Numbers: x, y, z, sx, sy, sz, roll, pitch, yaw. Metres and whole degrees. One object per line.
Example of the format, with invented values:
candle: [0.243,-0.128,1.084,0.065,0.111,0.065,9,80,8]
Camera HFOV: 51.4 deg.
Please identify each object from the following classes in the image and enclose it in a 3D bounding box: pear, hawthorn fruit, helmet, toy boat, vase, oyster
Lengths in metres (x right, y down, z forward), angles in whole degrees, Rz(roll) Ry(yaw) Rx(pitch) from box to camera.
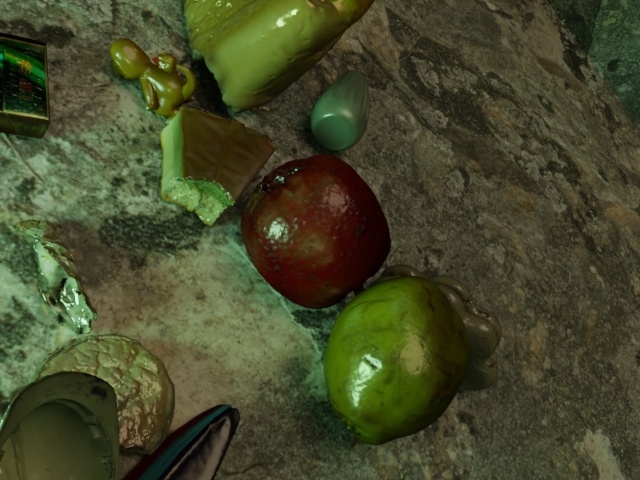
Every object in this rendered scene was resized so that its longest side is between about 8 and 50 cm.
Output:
pear: [0.134,0.211,1.199,0.269,0.269,0.321,48,54,-7]
hawthorn fruit: [0.000,0.000,1.230,0.307,0.265,0.265,60,43,-24]
helmet: [-0.370,0.294,0.842,0.204,0.137,0.258,20,70,-56]
toy boat: [-0.230,0.387,0.961,0.136,0.079,0.392,45,50,-10]
vase: [0.057,-0.310,1.525,0.128,0.128,0.248,38,40,-16]
oyster: [-0.388,0.049,1.012,0.061,0.106,0.200,-19,89,-56]

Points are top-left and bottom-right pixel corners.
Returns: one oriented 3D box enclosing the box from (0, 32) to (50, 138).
box: [-0.559,-0.259,1.049,0.240,0.071,0.159,4,62,-37]

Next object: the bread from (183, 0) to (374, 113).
bread: [-0.063,-0.486,1.364,0.250,0.394,0.361,16,53,-49]

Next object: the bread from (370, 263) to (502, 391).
bread: [0.262,0.175,1.382,0.337,0.183,0.102,44,50,-7]

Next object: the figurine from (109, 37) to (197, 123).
figurine: [-0.309,-0.314,1.238,0.176,0.122,0.121,35,52,-19]

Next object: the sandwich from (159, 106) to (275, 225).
sandwich: [-0.182,-0.127,1.247,0.220,0.108,0.186,11,60,-36]

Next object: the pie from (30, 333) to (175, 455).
pie: [-0.317,0.225,0.987,0.218,0.052,0.185,18,58,-24]
